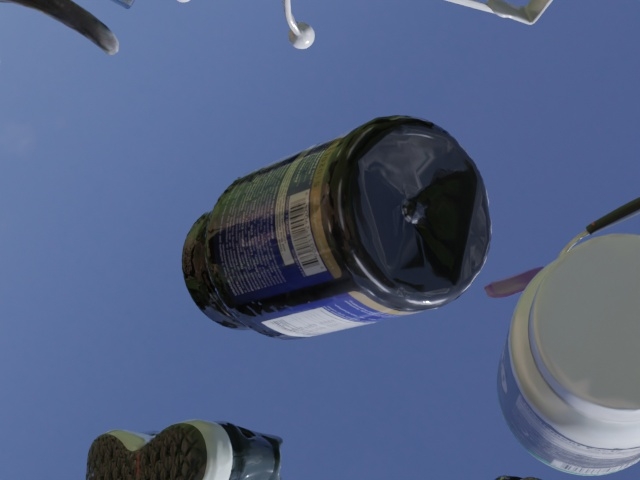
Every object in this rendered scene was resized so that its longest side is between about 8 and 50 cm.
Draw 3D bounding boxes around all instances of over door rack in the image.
[{"bbox_3d":[0.018,-0.274,1.259,0.108,0.324,0.239,113,-28,-48],"label":"over door rack"}]

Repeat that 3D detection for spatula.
[{"bbox_3d":[0.370,0.006,2.164,0.296,0.030,0.084,-34,-167,8],"label":"spatula"}]

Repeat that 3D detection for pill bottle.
[{"bbox_3d":[0.290,0.121,1.543,0.204,0.204,0.361,-53,168,-11],"label":"pill bottle"},{"bbox_3d":[0.000,0.000,0.988,0.219,0.123,0.122,-17,-140,55],"label":"pill bottle"}]

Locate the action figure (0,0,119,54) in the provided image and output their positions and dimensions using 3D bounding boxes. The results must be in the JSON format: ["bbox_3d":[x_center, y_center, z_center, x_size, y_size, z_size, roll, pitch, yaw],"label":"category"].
[{"bbox_3d":[-0.196,-0.047,0.361,0.276,0.140,0.164,-20,-161,-6],"label":"action figure"}]

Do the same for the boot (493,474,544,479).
[{"bbox_3d":[0.108,0.334,1.505,0.284,0.377,0.138,19,-125,27],"label":"boot"}]

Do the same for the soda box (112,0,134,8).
[{"bbox_3d":[-0.185,-0.337,1.582,0.183,0.063,0.058,-62,-170,2],"label":"soda box"}]

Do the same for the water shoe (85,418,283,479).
[{"bbox_3d":[-0.096,0.165,1.023,0.203,0.080,0.072,-18,-114,57],"label":"water shoe"}]
